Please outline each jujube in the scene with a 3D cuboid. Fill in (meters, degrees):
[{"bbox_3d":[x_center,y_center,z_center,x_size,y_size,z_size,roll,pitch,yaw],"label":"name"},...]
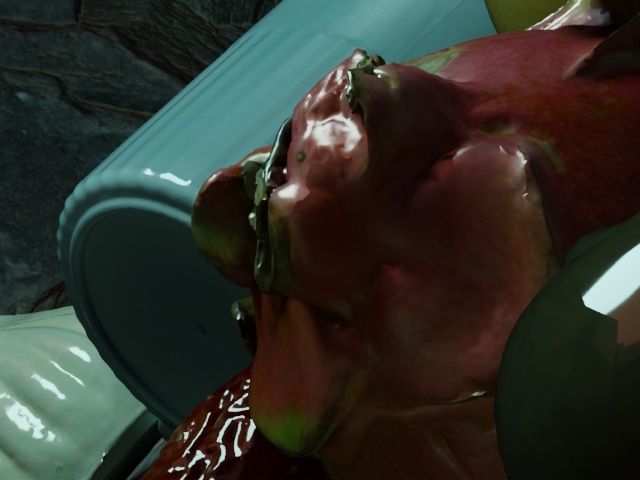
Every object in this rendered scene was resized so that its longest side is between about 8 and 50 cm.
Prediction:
[{"bbox_3d":[-0.036,0.132,1.117,0.176,0.109,0.112,-42,-15,-27],"label":"jujube"}]

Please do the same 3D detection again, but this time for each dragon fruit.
[{"bbox_3d":[0.081,-0.003,0.972,0.305,0.226,0.305,-39,6,5],"label":"dragon fruit"}]

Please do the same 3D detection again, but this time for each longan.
[{"bbox_3d":[0.141,0.048,0.582,0.189,0.189,0.189,-36,7,5],"label":"longan"}]

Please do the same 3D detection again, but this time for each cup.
[{"bbox_3d":[-0.011,-0.017,1.362,0.311,0.257,0.331,-44,12,-37],"label":"cup"}]

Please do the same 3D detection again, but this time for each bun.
[{"bbox_3d":[-0.219,0.129,1.534,0.263,0.175,0.263,-48,-5,-5],"label":"bun"}]

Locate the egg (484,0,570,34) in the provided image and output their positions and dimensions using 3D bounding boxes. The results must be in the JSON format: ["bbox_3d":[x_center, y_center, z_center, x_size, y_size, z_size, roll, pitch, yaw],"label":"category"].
[{"bbox_3d":[0.221,-0.174,1.181,0.250,0.250,0.322,-38,31,-9],"label":"egg"}]
